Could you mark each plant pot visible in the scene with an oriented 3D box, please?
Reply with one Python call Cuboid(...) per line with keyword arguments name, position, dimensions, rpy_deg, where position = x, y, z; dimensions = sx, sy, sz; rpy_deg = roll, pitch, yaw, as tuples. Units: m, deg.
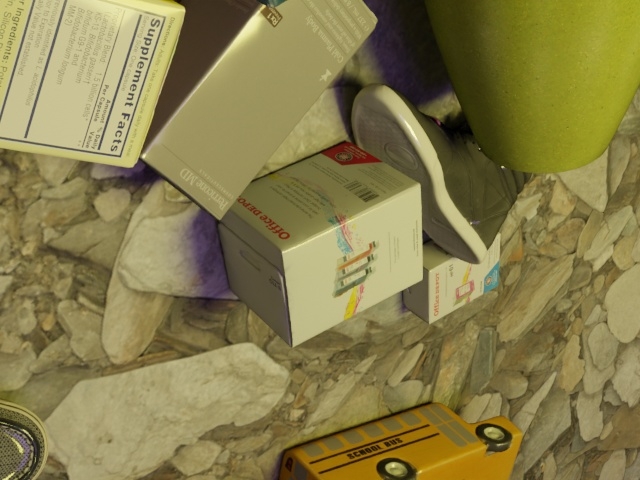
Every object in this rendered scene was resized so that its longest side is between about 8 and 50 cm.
Cuboid(name="plant pot", position=(0.219, -0.225, 0.959), dimensions=(0.275, 0.275, 0.293), rpy_deg=(-27, 130, -25))

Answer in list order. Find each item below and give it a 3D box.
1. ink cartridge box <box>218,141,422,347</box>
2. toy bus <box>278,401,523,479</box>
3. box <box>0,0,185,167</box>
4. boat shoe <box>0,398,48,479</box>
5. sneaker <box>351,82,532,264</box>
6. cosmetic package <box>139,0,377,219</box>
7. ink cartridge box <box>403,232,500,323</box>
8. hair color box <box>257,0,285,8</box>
Cuboid(name="ink cartridge box", position=(0.000, 0.000, 1.025), dimensions=(0.176, 0.128, 0.127), rpy_deg=(-25, 130, -26))
Cuboid(name="toy bus", position=(0.115, 0.308, 1.319), dimensions=(0.333, 0.130, 0.108), rpy_deg=(-10, 121, -36))
Cuboid(name="box", position=(-0.254, -0.156, 0.644), dimensions=(0.243, 0.213, 0.117), rpy_deg=(7, 112, -43))
Cuboid(name="boat shoe", position=(-0.361, 0.199, 0.798), dimensions=(0.341, 0.158, 0.127), rpy_deg=(-2, 91, -40))
Cuboid(name="sneaker", position=(0.143, -0.111, 1.109), dimensions=(0.147, 0.105, 0.295), rpy_deg=(-55, 134, -15))
Cuboid(name="cosmetic package", position=(-0.077, -0.153, 0.881), dimensions=(0.238, 0.107, 0.127), rpy_deg=(-55, 140, -3))
Cuboid(name="ink cartridge box", position=(0.167, 0.039, 1.248), dimensions=(0.122, 0.052, 0.088), rpy_deg=(-25, 130, -25))
Cuboid(name="hair color box", position=(0.036, -0.336, 0.808), dimensions=(0.347, 0.174, 0.105), rpy_deg=(-34, 134, -19))
